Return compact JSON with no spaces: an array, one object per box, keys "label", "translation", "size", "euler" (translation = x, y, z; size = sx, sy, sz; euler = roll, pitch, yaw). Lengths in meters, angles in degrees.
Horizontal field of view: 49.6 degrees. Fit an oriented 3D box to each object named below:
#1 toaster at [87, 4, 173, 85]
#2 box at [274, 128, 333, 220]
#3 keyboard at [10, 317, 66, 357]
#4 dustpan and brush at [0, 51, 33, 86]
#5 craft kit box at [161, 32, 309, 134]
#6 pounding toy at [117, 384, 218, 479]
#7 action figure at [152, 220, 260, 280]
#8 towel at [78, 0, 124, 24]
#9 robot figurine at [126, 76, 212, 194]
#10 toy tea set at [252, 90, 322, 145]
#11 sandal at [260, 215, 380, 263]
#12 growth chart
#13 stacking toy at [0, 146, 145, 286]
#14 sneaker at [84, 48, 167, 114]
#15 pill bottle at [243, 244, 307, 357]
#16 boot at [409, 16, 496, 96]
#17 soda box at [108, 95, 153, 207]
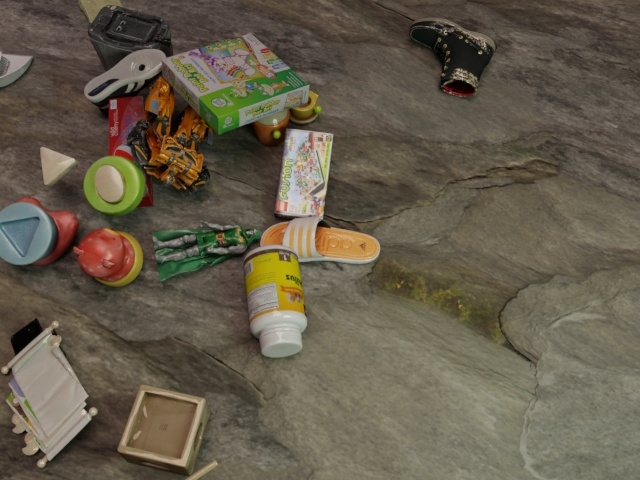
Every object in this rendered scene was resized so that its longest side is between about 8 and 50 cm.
[{"label":"toaster","translation":[-0.460,-0.484,1.737],"size":[0.227,0.146,0.129],"euler":[15,61,7]},{"label":"box","translation":[-0.037,-0.149,1.589],"size":[0.114,0.036,0.207],"euler":[6,77,1]},{"label":"keyboard","translation":[-0.545,0.247,1.380],"size":[0.100,0.038,0.192],"euler":[-34,66,6]},{"label":"dustpan and brush","translation":[-0.825,-0.413,1.730],"size":[0.147,0.060,0.211],"euler":[5,59,1]},{"label":"craft kit box","translation":[-0.196,-0.367,1.590],"size":[0.246,0.061,0.250],"euler":[-28,57,-26]},{"label":"pounding toy","translation":[-0.268,0.392,1.262],"size":[0.181,0.094,0.206],"euler":[11,60,5]},{"label":"action figure","translation":[-0.245,0.005,1.513],"size":[0.232,0.063,0.137],"euler":[-11,57,-13]},{"label":"towel","translation":[-0.589,-0.627,1.886],"size":[0.110,0.027,0.148],"euler":[-24,64,-17]},{"label":"robot figurine","translation":[-0.332,-0.241,1.585],"size":[0.211,0.085,0.291],"euler":[27,41,-33]},{"label":"toy tea set","translation":[-0.167,-0.375,1.699],"size":[0.336,0.124,0.200],"euler":[32,63,15]},{"label":"sandal","translation":[0.001,-0.009,1.519],"size":[0.265,0.076,0.102],"euler":[3,59,0]},{"label":"growth chart","translation":[-0.528,0.294,1.325],"size":[0.172,0.021,0.237],"euler":[-38,65,2]},{"label":"stacking toy","translation":[-0.521,-0.060,1.439],"size":[0.309,0.130,0.280],"euler":[10,86,6]},{"label":"sneaker","translation":[-0.452,-0.381,1.685],"size":[0.217,0.121,0.079],"euler":[-24,69,6]},{"label":"pill bottle","translation":[-0.091,0.124,1.413],"size":[0.117,0.117,0.215],"euler":[-6,60,-6]},{"label":"boot","translation":[0.326,-0.480,1.805],"size":[0.236,0.085,0.179],"euler":[19,63,8]},{"label":"soda box","translation":[-0.440,-0.205,1.606],"size":[0.083,0.092,0.263],"euler":[-6,60,-5]}]
